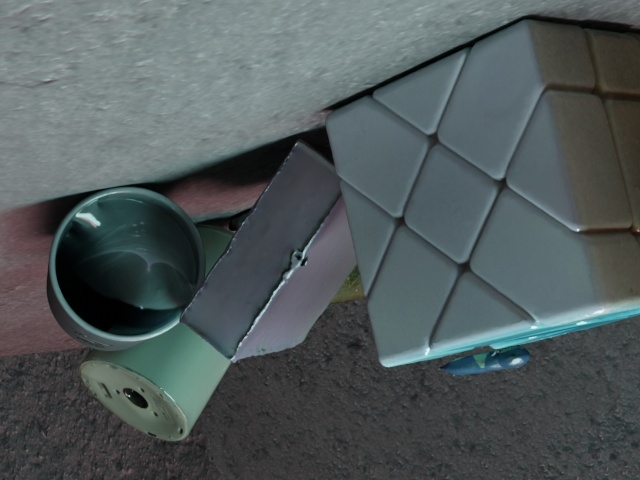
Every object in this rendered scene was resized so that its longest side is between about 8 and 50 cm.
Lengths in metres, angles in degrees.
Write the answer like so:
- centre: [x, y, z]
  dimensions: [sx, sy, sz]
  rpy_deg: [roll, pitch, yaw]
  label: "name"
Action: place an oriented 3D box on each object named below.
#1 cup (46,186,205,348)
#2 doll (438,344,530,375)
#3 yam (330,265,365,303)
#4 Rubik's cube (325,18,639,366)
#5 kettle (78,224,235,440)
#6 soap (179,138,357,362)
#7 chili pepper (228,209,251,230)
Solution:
- centre: [-0.287, 0.055, 1.698]
  dimensions: [0.205, 0.205, 0.312]
  rpy_deg: [-10, 173, -16]
  label: "cup"
- centre: [0.198, 0.146, 1.440]
  dimensions: [0.125, 0.027, 0.037]
  rpy_deg: [-14, 171, 39]
  label: "doll"
- centre: [0.017, 0.057, 2.425]
  dimensions: [0.268, 0.161, 0.161]
  rpy_deg: [-5, 170, -41]
  label: "yam"
- centre: [0.244, -0.047, 1.380]
  dimensions: [0.322, 0.319, 0.316]
  rpy_deg: [-20, 168, 42]
  label: "Rubik's cube"
- centre: [-0.246, 0.150, 1.982]
  dimensions: [0.265, 0.205, 0.318]
  rpy_deg: [-17, -146, 51]
  label: "kettle"
- centre: [-0.027, 0.018, 1.630]
  dimensions: [0.296, 0.107, 0.285]
  rpy_deg: [-54, 164, 8]
  label: "soap"
- centre: [-0.106, -0.033, 1.986]
  dimensions: [0.050, 0.041, 0.153]
  rpy_deg: [21, 168, -40]
  label: "chili pepper"
